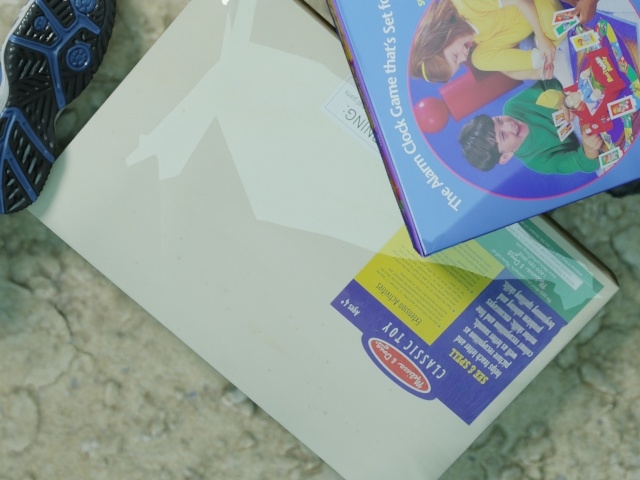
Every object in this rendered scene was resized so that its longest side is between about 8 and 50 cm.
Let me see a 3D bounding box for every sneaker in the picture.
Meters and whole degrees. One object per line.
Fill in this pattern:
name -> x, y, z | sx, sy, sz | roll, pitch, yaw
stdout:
sneaker -> -0.230, -0.129, 1.455 | 0.080, 0.081, 0.211 | 23, 100, -34

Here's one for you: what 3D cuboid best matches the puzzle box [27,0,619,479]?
puzzle box -> 0.000, 0.000, 1.492 | 0.409, 0.052, 0.272 | 41, 102, -6

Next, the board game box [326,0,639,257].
board game box -> 0.124, -0.190, 1.391 | 0.233, 0.078, 0.347 | -19, 96, -1
